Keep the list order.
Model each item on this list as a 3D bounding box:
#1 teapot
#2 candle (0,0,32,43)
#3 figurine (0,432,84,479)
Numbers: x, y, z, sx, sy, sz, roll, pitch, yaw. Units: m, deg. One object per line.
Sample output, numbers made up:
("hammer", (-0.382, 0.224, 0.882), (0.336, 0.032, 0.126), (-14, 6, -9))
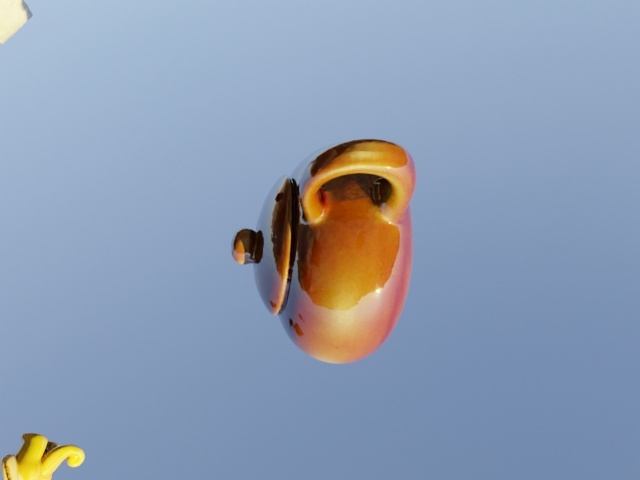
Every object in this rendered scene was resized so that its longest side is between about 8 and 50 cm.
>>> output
("teapot", (0.000, 0.000, 0.500), (0.135, 0.252, 0.178), (0, -116, -11))
("candle", (-0.442, -0.326, 0.798), (0.068, 0.168, 0.192), (-46, -144, -10))
("figurine", (-0.402, 0.380, 0.841), (0.131, 0.156, 0.246), (-2, -122, 17))
